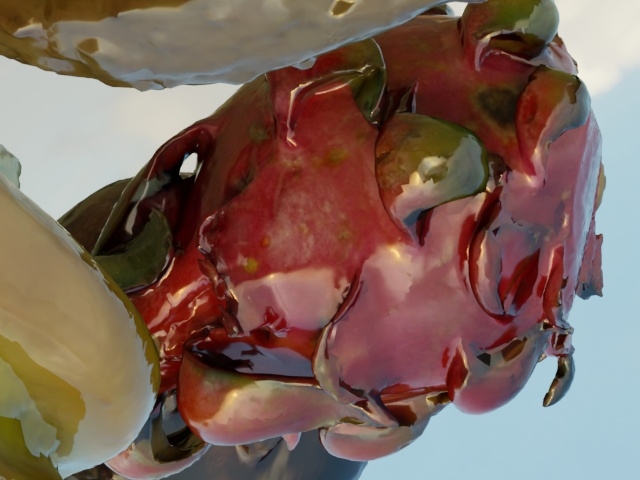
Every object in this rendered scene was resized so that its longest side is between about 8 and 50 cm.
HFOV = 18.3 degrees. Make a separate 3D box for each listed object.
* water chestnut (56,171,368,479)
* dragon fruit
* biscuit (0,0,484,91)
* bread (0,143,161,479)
[{"bbox_3d":[-0.091,0.114,1.532,0.302,0.350,0.350,5,-134,49],"label":"water chestnut"},{"bbox_3d":[0.015,0.004,1.024,0.243,0.227,0.307,19,-109,34],"label":"dragon fruit"},{"bbox_3d":[-0.033,-0.170,0.575,0.296,0.075,0.296,-9,-120,17],"label":"biscuit"},{"bbox_3d":[-0.217,0.042,0.760,0.211,0.316,0.270,-22,-151,53],"label":"bread"}]
